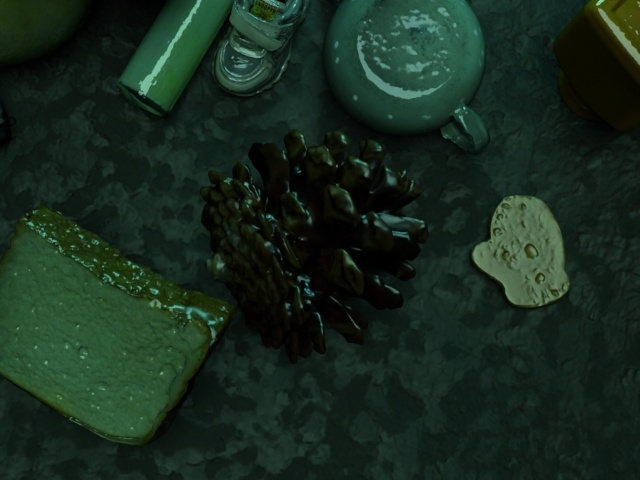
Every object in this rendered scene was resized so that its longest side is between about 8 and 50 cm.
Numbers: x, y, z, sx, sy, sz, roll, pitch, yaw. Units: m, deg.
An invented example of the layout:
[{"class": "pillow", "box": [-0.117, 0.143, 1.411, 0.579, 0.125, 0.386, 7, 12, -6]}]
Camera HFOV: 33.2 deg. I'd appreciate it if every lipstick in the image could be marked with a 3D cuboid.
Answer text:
[{"class": "lipstick", "box": [-0.144, -0.291, 1.298, 0.076, 0.076, 0.304, 29, 83, 0]}]

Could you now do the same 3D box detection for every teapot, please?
[{"class": "teapot", "box": [0.098, -0.217, 1.279, 0.193, 0.129, 0.294, -40, 89, -7]}]

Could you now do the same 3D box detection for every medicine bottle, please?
[{"class": "medicine bottle", "box": [0.354, -0.212, 1.242, 0.112, 0.222, 0.149, -38, 87, -7]}]

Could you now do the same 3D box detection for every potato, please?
[{"class": "potato", "box": [-0.381, -0.295, 1.247, 0.235, 0.160, 0.178, -11, 122, -18]}]

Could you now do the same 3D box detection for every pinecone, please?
[{"class": "pinecone", "box": [-0.001, -0.009, 1.193, 0.264, 0.264, 0.264, 0, 84, -3]}]

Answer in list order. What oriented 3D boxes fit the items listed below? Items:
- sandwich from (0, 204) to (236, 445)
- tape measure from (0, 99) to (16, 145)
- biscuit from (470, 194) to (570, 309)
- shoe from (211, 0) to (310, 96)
[{"class": "sandwich", "box": [-0.246, 0.101, 1.201, 0.251, 0.087, 0.226, 30, 118, 0]}, {"class": "tape measure", "box": [-0.427, -0.137, 1.222, 0.104, 0.180, 0.107, -40, 88, 10]}, {"class": "biscuit", "box": [0.240, 0.015, 1.311, 0.118, 0.023, 0.140, -5, 85, -3]}, {"class": "shoe", "box": [-0.066, -0.260, 1.289, 0.089, 0.092, 0.180, 27, 83, -1]}]
